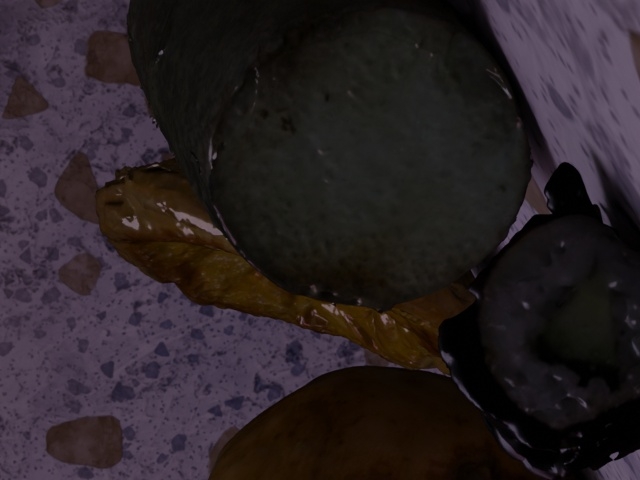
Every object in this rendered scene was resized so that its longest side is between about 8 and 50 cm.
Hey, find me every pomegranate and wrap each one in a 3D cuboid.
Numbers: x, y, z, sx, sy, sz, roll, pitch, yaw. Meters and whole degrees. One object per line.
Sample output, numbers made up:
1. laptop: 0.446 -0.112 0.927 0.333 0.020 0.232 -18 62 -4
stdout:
1. pomegranate: 0.052 0.306 1.431 0.410 0.410 0.410 61 179 1

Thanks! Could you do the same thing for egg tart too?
1. egg tart: -0.004 -0.001 1.209 0.341 0.129 0.341 19 165 5

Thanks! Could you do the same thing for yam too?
1. yam: -0.008 -0.082 0.806 0.161 0.161 0.268 61 177 -29

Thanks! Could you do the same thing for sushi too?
1. sushi: 0.097 0.039 0.634 0.098 0.094 0.084 55 179 24
